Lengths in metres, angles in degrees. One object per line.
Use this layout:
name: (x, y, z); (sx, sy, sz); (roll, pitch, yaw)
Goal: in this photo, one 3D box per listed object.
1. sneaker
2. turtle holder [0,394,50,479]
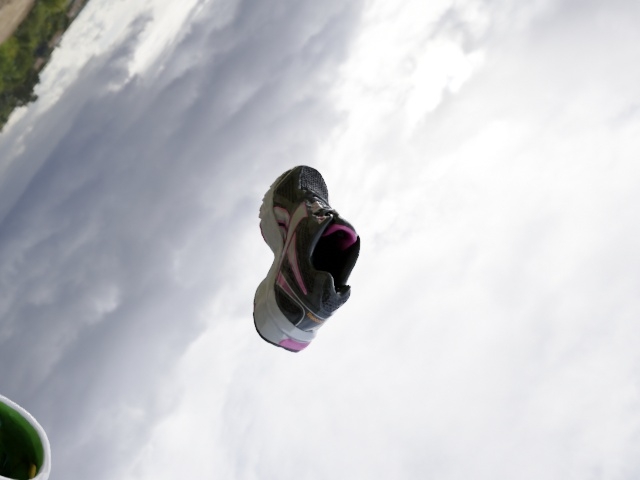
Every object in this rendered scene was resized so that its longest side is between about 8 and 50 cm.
sneaker: (0.000, 0.000, 0.469); (0.077, 0.072, 0.178); (-38, -142, 32)
turtle holder: (-0.382, 0.286, 0.594); (0.227, 0.320, 0.243); (-40, -167, 0)
